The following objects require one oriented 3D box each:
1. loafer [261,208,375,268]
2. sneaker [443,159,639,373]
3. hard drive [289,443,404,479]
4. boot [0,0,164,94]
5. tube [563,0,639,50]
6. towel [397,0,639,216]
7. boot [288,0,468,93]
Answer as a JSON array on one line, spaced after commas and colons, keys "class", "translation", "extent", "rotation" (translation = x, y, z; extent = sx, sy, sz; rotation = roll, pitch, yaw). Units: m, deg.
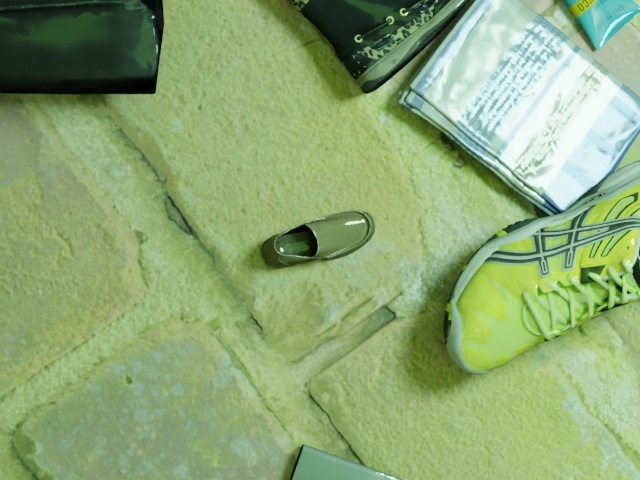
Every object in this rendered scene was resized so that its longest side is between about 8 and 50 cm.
[{"class": "loafer", "translation": [0.000, 0.000, 1.781], "extent": [0.148, 0.050, 0.056], "rotation": [-20, 87, -8]}, {"class": "sneaker", "translation": [0.317, 0.034, 1.750], "extent": [0.384, 0.147, 0.145], "rotation": [-36, 117, -7]}, {"class": "hard drive", "translation": [0.025, 0.317, 1.767], "extent": [0.135, 0.022, 0.094], "rotation": [20, 83, -4]}, {"class": "boot", "translation": [-0.408, -0.353, 1.693], "extent": [0.445, 0.146, 0.367], "rotation": [-1, 97, 3]}, {"class": "tube", "translation": [0.323, -0.351, 1.859], "extent": [0.080, 0.052, 0.207], "rotation": [-41, 96, 2]}, {"class": "towel", "translation": [0.265, -0.174, 1.839], "extent": [0.285, 0.034, 0.209], "rotation": [37, 79, -4]}, {"class": "boot", "translation": [0.084, -0.322, 1.806], "extent": [0.236, 0.085, 0.178], "rotation": [-44, 89, -8]}]
